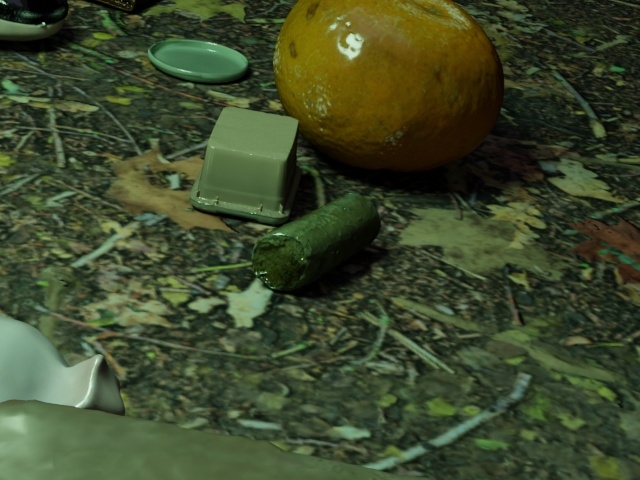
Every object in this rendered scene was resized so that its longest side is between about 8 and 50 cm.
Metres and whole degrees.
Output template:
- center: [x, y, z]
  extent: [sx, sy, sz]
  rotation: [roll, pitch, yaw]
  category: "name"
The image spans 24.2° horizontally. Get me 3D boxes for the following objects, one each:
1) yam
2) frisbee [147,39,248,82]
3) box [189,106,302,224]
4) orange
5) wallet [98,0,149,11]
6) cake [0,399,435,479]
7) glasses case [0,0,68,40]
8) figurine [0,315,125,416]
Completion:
- center: [0.000, 0.000, 1.212]
  extent: [0.054, 0.054, 0.132]
  rotation: [23, 27, 24]
  category: "yam"
- center: [-0.131, -0.192, 1.604]
  extent: [0.110, 0.014, 0.110]
  rotation: [8, 24, -4]
  category: "frisbee"
- center: [-0.062, -0.070, 1.321]
  extent: [0.089, 0.062, 0.122]
  rotation: [11, 25, 1]
  category: "box"
- center: [0.063, -0.153, 1.419]
  extent: [0.224, 0.170, 0.224]
  rotation: [21, 31, -13]
  category: "orange"
- center: [-0.226, -0.314, 1.807]
  extent: [0.095, 0.026, 0.176]
  rotation: [22, 28, 11]
  category: "wallet"
- center: [-0.046, 0.224, 0.529]
  extent: [0.309, 0.237, 0.230]
  rotation: [10, 29, -7]
  category: "cake"
- center: [-0.422, -0.273, 1.583]
  extent: [0.314, 0.075, 0.122]
  rotation: [15, 19, 1]
  category: "glasses case"
- center: [-0.246, 0.092, 0.837]
  extent: [0.276, 0.133, 0.200]
  rotation: [15, 9, 7]
  category: "figurine"
